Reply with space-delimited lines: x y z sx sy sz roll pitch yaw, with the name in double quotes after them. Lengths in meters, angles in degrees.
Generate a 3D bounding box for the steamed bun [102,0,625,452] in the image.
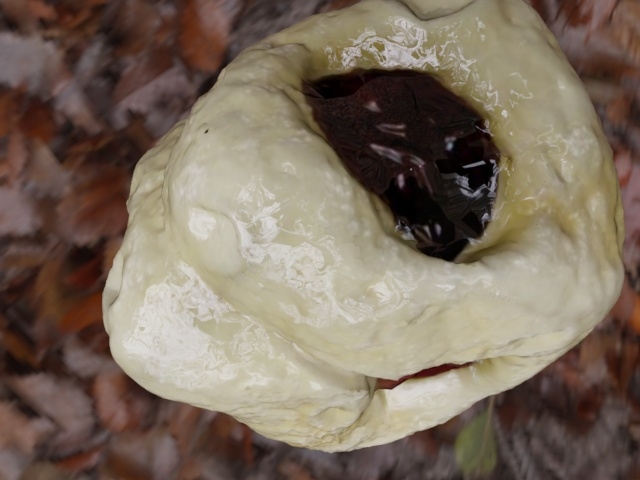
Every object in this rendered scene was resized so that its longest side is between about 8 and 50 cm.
0.000 0.000 0.665 0.172 0.155 0.141 -38 75 35 "steamed bun"
